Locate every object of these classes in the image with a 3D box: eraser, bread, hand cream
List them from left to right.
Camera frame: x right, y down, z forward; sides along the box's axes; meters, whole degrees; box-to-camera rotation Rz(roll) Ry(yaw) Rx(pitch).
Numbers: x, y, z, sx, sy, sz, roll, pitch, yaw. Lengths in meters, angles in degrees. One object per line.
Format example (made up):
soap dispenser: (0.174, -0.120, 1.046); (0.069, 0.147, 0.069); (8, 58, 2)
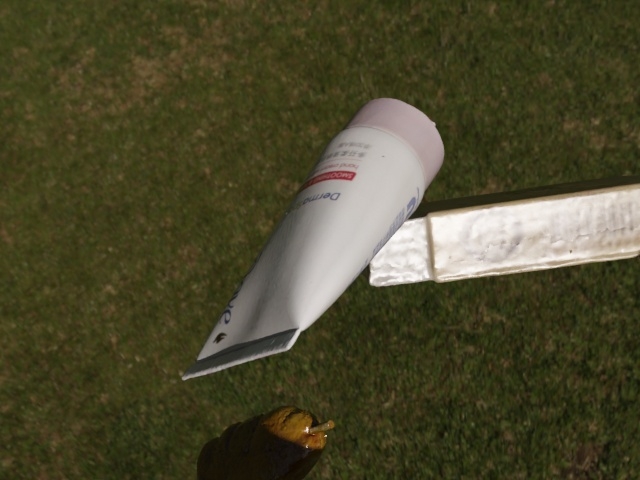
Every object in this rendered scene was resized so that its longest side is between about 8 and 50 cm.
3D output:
bread: (-0.075, 0.309, 1.189); (0.084, 0.344, 0.124); (19, 57, -29)
hand cream: (0.000, 0.000, 0.584); (0.133, 0.083, 0.248); (-29, 19, 49)
eraser: (0.210, -0.013, 0.906); (0.343, 0.144, 0.078); (-7, 97, -5)
